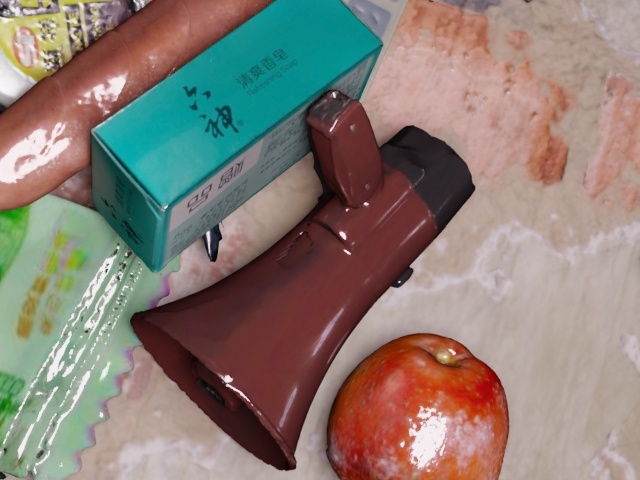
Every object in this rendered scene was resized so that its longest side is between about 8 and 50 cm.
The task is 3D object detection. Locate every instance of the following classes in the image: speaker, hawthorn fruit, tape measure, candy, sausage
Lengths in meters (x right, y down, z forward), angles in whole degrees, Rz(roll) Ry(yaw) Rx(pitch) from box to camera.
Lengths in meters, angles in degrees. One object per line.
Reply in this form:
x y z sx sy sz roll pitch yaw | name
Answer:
-0.019 0.002 1.106 0.329 0.198 0.259 -51 127 -14 | speaker
0.095 0.173 1.146 0.173 0.173 0.173 1 87 -12 | hawthorn fruit
-0.215 -0.137 1.124 0.215 0.098 0.351 -11 96 -22 | tape measure
-0.331 0.038 1.062 0.398 0.172 0.263 29 86 -22 | candy
-0.130 -0.164 1.064 0.433 0.088 0.088 -39 96 -21 | sausage

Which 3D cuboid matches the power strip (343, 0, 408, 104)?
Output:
0.027 -0.249 1.208 0.118 0.046 0.270 25 82 -10 | power strip

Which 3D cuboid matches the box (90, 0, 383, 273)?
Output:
-0.074 -0.098 1.051 0.245 0.153 0.092 -40 80 -22 | box
